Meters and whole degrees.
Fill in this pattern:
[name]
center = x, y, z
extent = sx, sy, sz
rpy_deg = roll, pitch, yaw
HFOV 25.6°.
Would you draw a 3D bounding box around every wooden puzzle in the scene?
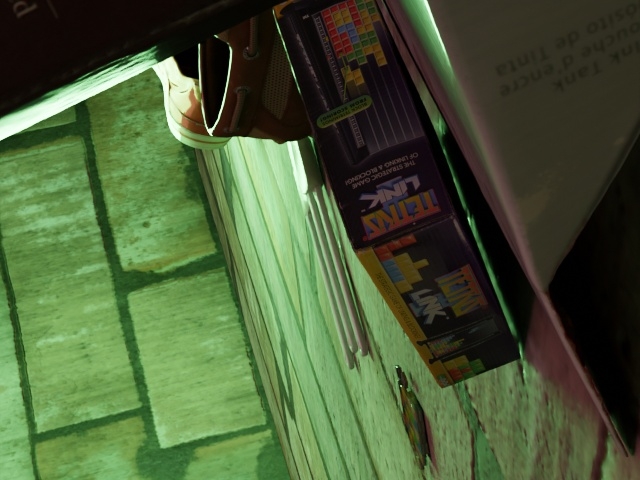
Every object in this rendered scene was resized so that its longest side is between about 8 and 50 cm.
[wooden puzzle]
center = 0.071, 0.137, 1.073
extent = 0.049, 0.006, 0.083
rpy_deg = -118, 15, -63

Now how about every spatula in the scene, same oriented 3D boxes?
[spatula]
center = 0.000, 0.000, 1.322
extent = 0.168, 0.019, 0.242
rpy_deg = 119, 137, -79

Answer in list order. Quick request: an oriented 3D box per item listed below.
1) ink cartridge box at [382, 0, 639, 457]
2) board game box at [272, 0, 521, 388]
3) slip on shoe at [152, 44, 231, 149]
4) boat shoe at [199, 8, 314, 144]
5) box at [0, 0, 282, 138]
[ink cartridge box]
center = 0.051, -0.140, 0.520
extent = 0.385, 0.091, 0.308
rpy_deg = 58, -172, -48
[board game box]
center = 0.039, -0.025, 0.669
extent = 0.170, 0.048, 0.141
rpy_deg = 56, -167, -60
[slip on shoe]
center = -0.172, -0.258, 1.873
extent = 0.331, 0.123, 0.101
rpy_deg = -111, 32, -45
[boat shoe]
center = -0.045, -0.177, 0.908
extent = 0.324, 0.120, 0.122
rpy_deg = 83, 170, -48
[box]
center = -0.109, -0.116, 0.410
extent = 0.167, 0.203, 0.168
rpy_deg = -82, -33, -82
